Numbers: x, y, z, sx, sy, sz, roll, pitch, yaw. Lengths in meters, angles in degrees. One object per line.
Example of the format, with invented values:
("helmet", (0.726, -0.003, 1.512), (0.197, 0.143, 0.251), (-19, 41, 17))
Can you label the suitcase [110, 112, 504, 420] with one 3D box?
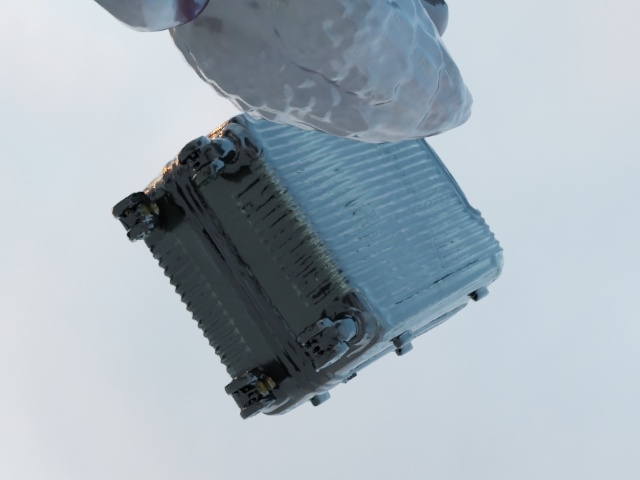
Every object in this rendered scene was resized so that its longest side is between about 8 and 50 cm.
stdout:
("suitcase", (0.000, 0.000, 1.143), (0.128, 0.312, 0.202), (-38, -97, 28))

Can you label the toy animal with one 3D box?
("toy animal", (-0.023, -0.107, 0.667), (0.090, 0.324, 0.195), (-37, -89, 28))
